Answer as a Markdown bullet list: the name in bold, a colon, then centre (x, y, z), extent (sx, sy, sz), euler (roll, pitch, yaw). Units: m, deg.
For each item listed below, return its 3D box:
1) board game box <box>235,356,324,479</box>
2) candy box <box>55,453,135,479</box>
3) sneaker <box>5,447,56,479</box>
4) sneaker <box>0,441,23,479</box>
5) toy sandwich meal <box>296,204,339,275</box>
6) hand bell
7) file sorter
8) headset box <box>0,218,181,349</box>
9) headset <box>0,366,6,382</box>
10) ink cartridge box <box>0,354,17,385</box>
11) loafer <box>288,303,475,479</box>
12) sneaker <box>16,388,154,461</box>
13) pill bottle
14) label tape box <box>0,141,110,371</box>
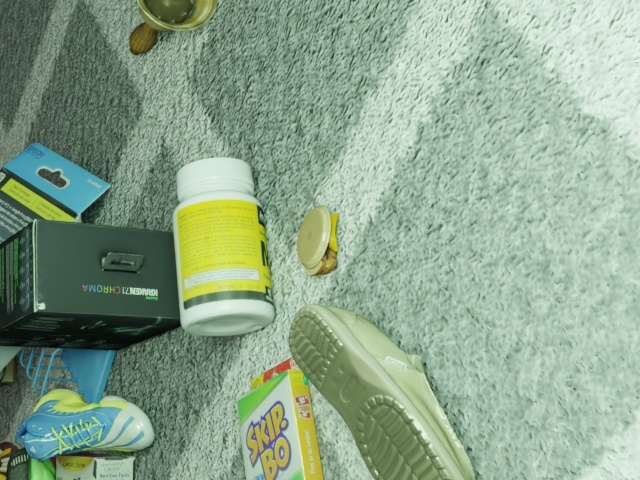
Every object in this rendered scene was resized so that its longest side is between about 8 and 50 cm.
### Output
- **board game box**: centre (-0.045, 0.274, 1.284), extent (0.124, 0.039, 0.259), euler (-35, 55, 46)
- **candy box**: centre (-0.351, 0.447, 1.650), extent (0.159, 0.071, 0.233), euler (-15, 72, 53)
- **sneaker**: centre (-0.554, 0.547, 1.784), extent (0.185, 0.202, 0.483), euler (-105, 35, -66)
- **sneaker**: centre (-0.581, 0.428, 1.965), extent (0.185, 0.084, 0.069), euler (36, 114, 51)
- **toy sandwich meal**: centre (0.000, 0.000, 1.270), extent (0.085, 0.029, 0.085), euler (-39, 44, 52)
- **hand bell**: centre (-0.254, -0.336, 1.639), extent (0.242, 0.126, 0.126), euler (155, 116, -63)
- **file sorter**: centre (-0.427, 0.185, 1.772), extent (0.170, 0.104, 0.118), euler (41, 118, 49)
- **headset box**: centre (-0.343, 0.070, 1.548), extent (0.283, 0.246, 0.131), euler (-23, 67, 52)
- **headset**: centre (-0.575, 0.104, 1.924), extent (0.243, 0.185, 0.394), euler (-5, 69, 54)
- **ink cartridge box**: centre (-0.731, 0.244, 2.112), extent (0.235, 0.193, 0.088), euler (-20, 67, 51)
- **loafer**: centre (0.075, 0.163, 1.087), extent (0.268, 0.092, 0.102), euler (53, 132, 24)
- **sneaker**: centre (-0.360, 0.294, 1.603), extent (0.240, 0.126, 0.091), euler (1, 119, 40)
- **pill bottle**: centre (-0.127, 0.008, 1.366), extent (0.119, 0.119, 0.208), euler (-29, 61, 49)
- **label tape box**: centre (-0.509, 0.021, 1.779), extent (0.249, 0.115, 0.347), euler (27, 68, 39)
